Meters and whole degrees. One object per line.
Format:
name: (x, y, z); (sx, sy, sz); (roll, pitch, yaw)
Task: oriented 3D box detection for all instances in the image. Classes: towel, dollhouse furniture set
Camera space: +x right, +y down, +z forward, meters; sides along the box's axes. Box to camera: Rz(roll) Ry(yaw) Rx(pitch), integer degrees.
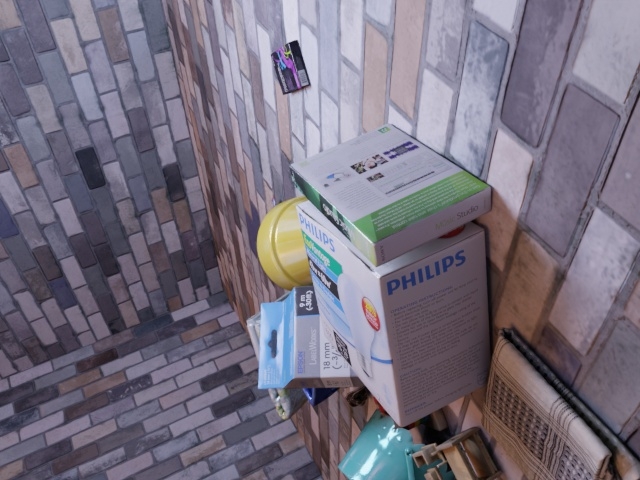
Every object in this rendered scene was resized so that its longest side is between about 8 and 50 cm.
towel: (-0.093, 0.377, 2.128); (0.090, 0.320, 0.375); (-9, 104, 39)
dollhouse furniture set: (0.323, 0.535, 1.375); (0.161, 0.101, 0.182); (-44, 67, 52)
towel: (0.399, 0.361, 1.079); (0.324, 0.056, 0.312); (51, 155, 42)

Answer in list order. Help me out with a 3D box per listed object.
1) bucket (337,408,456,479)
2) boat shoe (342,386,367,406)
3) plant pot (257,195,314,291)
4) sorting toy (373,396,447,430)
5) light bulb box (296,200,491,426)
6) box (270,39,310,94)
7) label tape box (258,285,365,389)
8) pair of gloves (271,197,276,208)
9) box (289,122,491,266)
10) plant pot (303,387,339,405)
bucket: (0.193, 0.591, 1.570); (0.281, 0.183, 0.281); (38, 168, 10)
boat shoe: (0.122, 0.515, 2.031); (0.076, 0.080, 0.228); (57, 161, 16)
plant pot: (0.000, 0.000, 1.569); (0.239, 0.254, 0.254); (-13, 98, 56)
sorting toy: (0.198, 0.376, 1.625); (0.257, 0.089, 0.255); (69, 162, 0)
light bulb box: (0.147, 0.103, 1.245); (0.358, 0.225, 0.361); (42, 149, 55)
box: (-0.082, -0.450, 1.602); (0.162, 0.029, 0.116); (16, 125, 70)
label tape box: (-0.004, 0.242, 1.535); (0.106, 0.333, 0.241); (70, -163, -63)
pair of gloves: (-0.156, -0.064, 2.187); (0.198, 0.023, 0.159); (114, 148, -73)
box: (0.114, -0.097, 1.101); (0.322, 0.232, 0.058); (47, 157, 50)
plant pot: (0.019, 0.342, 1.907); (0.236, 0.212, 0.236); (60, 160, 28)
